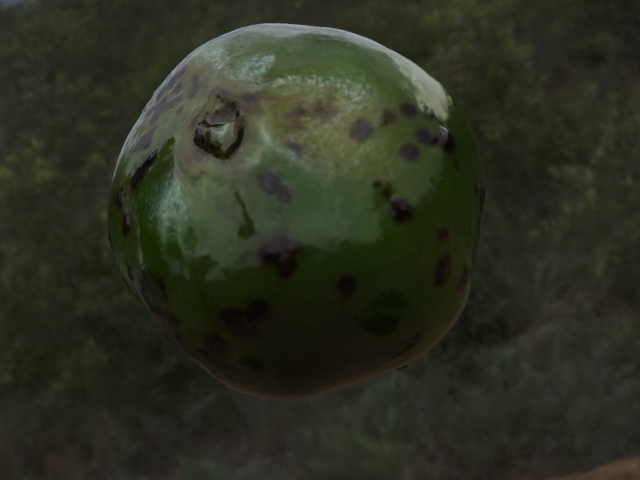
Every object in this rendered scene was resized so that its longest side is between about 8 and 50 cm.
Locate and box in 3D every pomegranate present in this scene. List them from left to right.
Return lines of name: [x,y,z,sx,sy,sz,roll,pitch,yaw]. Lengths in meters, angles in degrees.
pomegranate: [0.007,0.001,0.542,0.143,0.169,0.122,-51,33,-17]
